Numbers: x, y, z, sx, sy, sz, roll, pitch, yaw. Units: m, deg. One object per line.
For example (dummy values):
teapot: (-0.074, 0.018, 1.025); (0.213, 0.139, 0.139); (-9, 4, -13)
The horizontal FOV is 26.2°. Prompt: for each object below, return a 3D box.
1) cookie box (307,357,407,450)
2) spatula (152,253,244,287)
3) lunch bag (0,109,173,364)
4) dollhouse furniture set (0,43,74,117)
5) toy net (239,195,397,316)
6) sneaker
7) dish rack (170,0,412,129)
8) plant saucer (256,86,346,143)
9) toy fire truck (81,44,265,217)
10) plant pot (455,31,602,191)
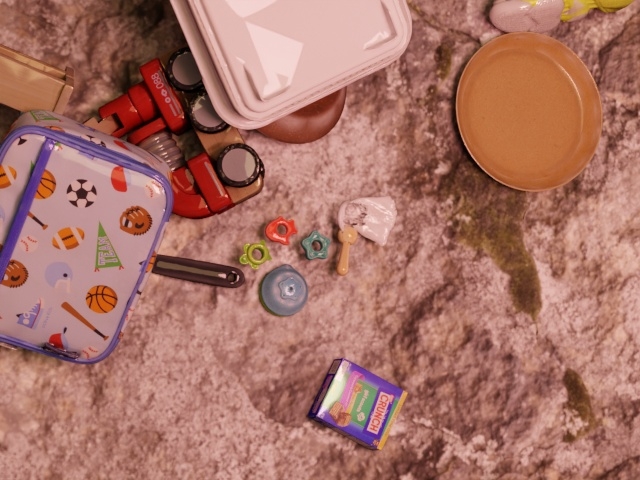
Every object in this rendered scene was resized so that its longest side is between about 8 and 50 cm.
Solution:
cookie box: (0.052, 0.226, 1.895); (0.107, 0.040, 0.091); (29, 76, -14)
spatula: (-0.244, 0.025, 1.825); (0.296, 0.030, 0.084); (11, 83, -16)
lunch bag: (-0.331, 0.003, 1.705); (0.243, 0.115, 0.303); (21, 107, -16)
dollhouse furniture set: (-0.410, -0.150, 1.757); (0.129, 0.129, 0.183); (22, 103, -15)
toy net: (0.000, 0.000, 1.902); (0.232, 0.045, 0.122); (-37, 92, -19)
sneaker: (0.346, -0.384, 2.038); (0.240, 0.091, 0.126); (-12, 70, -18)
dish rack: (-0.040, -0.321, 1.685); (0.286, 0.072, 0.332); (-27, 113, -10)
plant saucer: (-0.039, -0.231, 1.885); (0.199, 0.036, 0.198); (10, 71, -31)
toy fire truck: (-0.221, -0.114, 1.801); (0.246, 0.158, 0.217); (-27, 89, 0)
plant pot: (0.302, -0.187, 2.021); (0.236, 0.032, 0.236); (2, 83, -17)
